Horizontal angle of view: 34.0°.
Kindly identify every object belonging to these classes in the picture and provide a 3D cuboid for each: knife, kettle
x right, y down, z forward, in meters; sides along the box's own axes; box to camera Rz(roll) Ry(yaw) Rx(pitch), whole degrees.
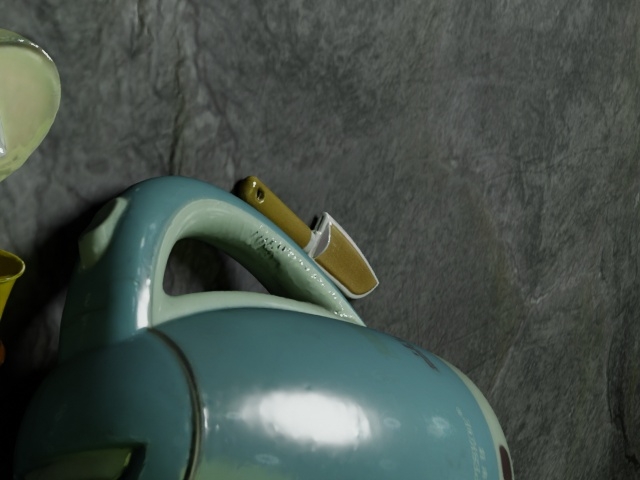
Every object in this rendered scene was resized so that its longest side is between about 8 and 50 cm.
[{"bbox_3d":[0.001,0.000,0.896,0.256,0.022,0.046,43,65,-56],"label":"knife"},{"bbox_3d":[-0.055,0.121,0.711,0.342,0.247,0.320,28,49,-51],"label":"kettle"}]

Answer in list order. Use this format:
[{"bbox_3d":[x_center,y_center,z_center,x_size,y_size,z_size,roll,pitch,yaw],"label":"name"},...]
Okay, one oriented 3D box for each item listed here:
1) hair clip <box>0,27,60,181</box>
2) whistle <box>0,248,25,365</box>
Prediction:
[{"bbox_3d":[-0.214,-0.033,0.499,0.218,0.071,0.159,-37,140,-42],"label":"hair clip"},{"bbox_3d":[-0.203,0.062,0.592,0.057,0.046,0.109,-27,134,-67],"label":"whistle"}]
